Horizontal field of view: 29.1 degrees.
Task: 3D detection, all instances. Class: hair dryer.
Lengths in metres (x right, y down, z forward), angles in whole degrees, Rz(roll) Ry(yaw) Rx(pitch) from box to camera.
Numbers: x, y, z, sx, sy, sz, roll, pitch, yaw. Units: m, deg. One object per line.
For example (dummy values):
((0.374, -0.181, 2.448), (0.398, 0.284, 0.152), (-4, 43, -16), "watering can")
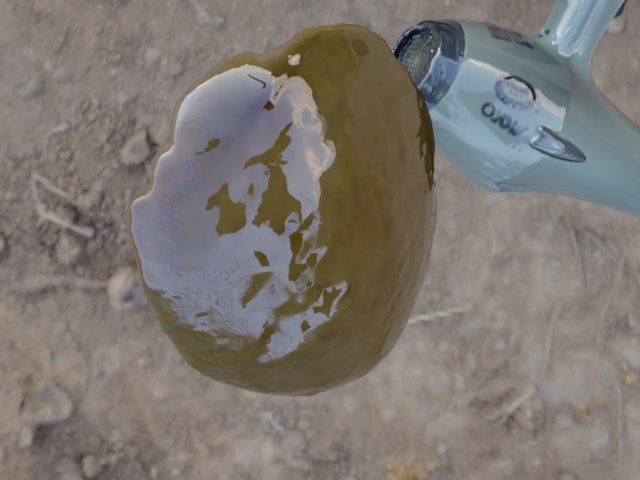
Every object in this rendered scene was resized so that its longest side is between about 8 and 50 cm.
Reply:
((0.173, -0.095, 0.694), (0.225, 0.088, 0.219), (-42, 126, 4), "hair dryer")

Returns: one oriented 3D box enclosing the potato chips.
((0.000, 0.000, 0.527), (0.150, 0.049, 0.202), (-39, 137, -21), "potato chips")
